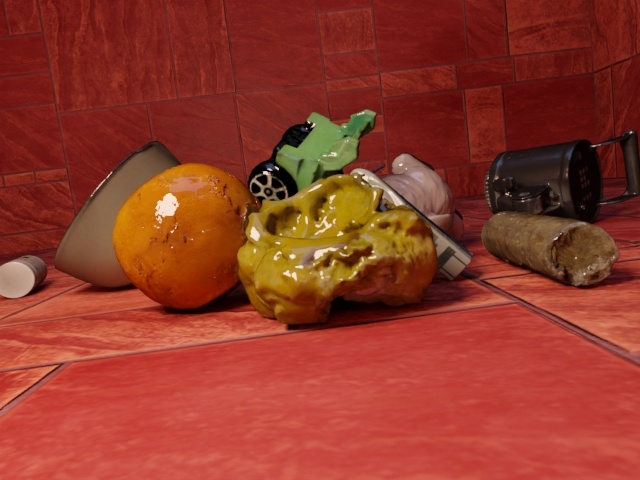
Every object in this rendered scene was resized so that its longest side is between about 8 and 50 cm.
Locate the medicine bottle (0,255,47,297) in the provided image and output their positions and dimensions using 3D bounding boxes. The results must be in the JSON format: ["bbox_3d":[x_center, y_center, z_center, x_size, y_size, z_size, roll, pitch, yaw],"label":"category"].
[{"bbox_3d":[-0.737,0.086,1.176,0.086,0.086,0.183,-9,7,-21],"label":"medicine bottle"}]

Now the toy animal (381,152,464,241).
[{"bbox_3d":[0.164,-0.030,0.934,0.257,0.194,0.357,18,28,9],"label":"toy animal"}]

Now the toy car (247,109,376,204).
[{"bbox_3d":[-0.032,-0.089,0.922,0.176,0.359,0.213,20,38,6],"label":"toy car"}]

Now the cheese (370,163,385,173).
[{"bbox_3d":[0.028,-0.106,1.153,0.204,0.083,0.320,-35,7,-39],"label":"cheese"}]

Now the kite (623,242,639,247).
[{"bbox_3d":[0.555,0.008,0.814,0.078,0.002,0.044,-10,7,-36],"label":"kite"}]

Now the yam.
[{"bbox_3d":[0.329,0.004,0.711,0.093,0.093,0.259,-7,6,1],"label":"yam"}]

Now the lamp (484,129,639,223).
[{"bbox_3d":[0.571,-0.143,1.215,0.374,0.205,0.272,-21,15,-19],"label":"lamp"}]

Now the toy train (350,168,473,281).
[{"bbox_3d":[0.133,-0.032,0.752,0.052,0.234,0.051,-51,-8,19],"label":"toy train"}]

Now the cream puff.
[{"bbox_3d":[0.018,0.003,0.649,0.281,0.185,0.282,-6,3,0],"label":"cream puff"}]

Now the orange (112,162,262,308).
[{"bbox_3d":[-0.203,-0.005,0.761,0.240,0.240,0.240,-7,6,1],"label":"orange"}]

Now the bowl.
[{"bbox_3d":[-0.392,-0.028,1.068,0.185,0.354,0.354,36,0,-9],"label":"bowl"}]
